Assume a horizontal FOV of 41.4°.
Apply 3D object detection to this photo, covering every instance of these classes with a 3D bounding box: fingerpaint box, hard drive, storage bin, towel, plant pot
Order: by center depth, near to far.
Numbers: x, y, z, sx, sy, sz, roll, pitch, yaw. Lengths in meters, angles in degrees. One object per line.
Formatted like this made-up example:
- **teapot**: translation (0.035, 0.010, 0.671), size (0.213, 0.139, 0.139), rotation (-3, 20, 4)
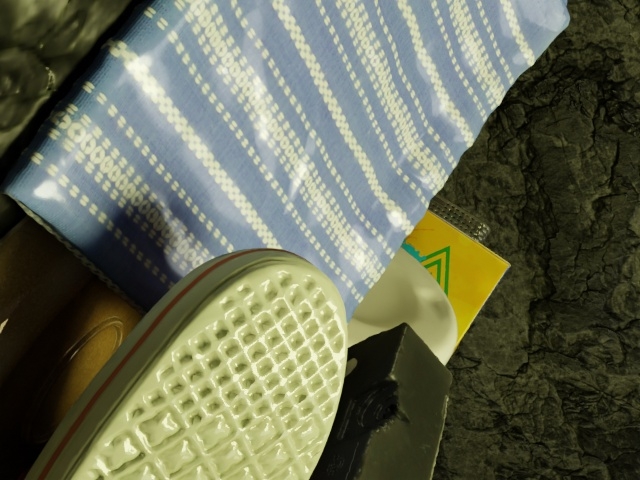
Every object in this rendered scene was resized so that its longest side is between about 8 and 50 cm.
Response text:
- **plant pot**: translation (-0.135, 0.066, 0.436), size (0.236, 0.032, 0.236), rotation (-57, 172, -12)
- **towel**: translation (0.024, -0.086, 0.438), size (0.336, 0.040, 0.243), rotation (-55, 143, -16)
- **hard drive**: translation (-0.079, 0.205, 0.555), size (0.339, 0.064, 0.237), rotation (-30, -161, 32)
- **fingerpaint box**: translation (0.066, 0.193, 1.214), size (0.371, 0.163, 0.445), rotation (-54, 172, -15)
- **storage bin**: translation (0.175, 0.006, 1.305), size (0.084, 0.122, 0.180), rotation (-56, 172, -15)

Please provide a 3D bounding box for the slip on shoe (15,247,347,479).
- **slip on shoe**: translation (-0.105, 0.132, 0.396), size (0.123, 0.101, 0.331), rotation (18, 114, -38)

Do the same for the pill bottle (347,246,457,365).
- **pill bottle**: translation (-0.039, 0.171, 0.803), size (0.361, 0.204, 0.204), rotation (-62, 171, 29)
